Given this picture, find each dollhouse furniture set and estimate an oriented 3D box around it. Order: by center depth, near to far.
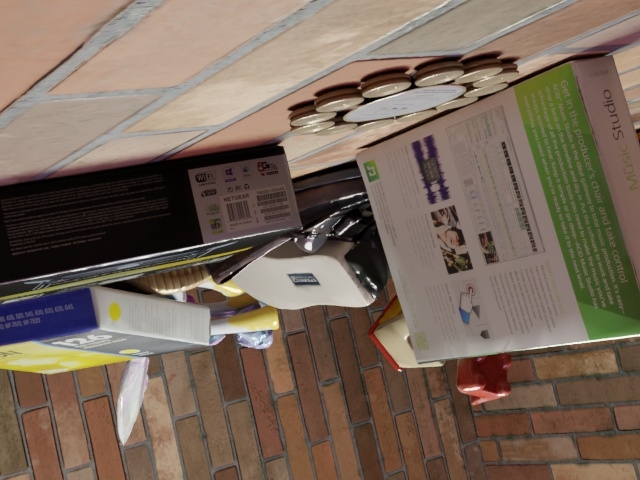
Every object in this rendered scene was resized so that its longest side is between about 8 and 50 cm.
[{"bbox_3d":[0.204,0.064,1.391,0.152,0.201,0.374,-20,-157,51],"label":"dollhouse furniture set"}]

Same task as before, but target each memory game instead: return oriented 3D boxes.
[{"bbox_3d":[0.063,-0.111,0.850,0.186,0.012,0.186,-12,176,-1],"label":"memory game"}]

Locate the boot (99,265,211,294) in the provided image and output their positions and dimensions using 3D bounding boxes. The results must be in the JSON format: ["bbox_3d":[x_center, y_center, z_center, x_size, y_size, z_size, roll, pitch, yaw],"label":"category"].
[{"bbox_3d":[-0.274,0.037,1.464,0.248,0.090,0.207,-4,175,-18],"label":"boot"}]

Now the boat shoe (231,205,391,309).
[{"bbox_3d":[0.000,0.000,1.464,0.340,0.127,0.158,4,-135,51],"label":"boat shoe"}]

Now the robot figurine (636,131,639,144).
[{"bbox_3d":[0.571,-0.143,1.593,0.291,0.085,0.211,-15,176,24],"label":"robot figurine"}]

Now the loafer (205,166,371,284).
[{"bbox_3d":[-0.028,-0.018,1.321,0.302,0.095,0.109,-15,176,35],"label":"loafer"}]

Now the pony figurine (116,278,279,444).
[{"bbox_3d":[-0.252,0.117,1.719,0.363,0.303,0.351,-9,144,-4],"label":"pony figurine"}]

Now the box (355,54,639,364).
[{"bbox_3d":[0.171,-0.013,1.009,0.058,0.232,0.322,-16,179,-32],"label":"box"}]

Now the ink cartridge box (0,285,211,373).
[{"bbox_3d":[-0.352,0.116,1.410,0.303,0.072,0.307,-11,166,29],"label":"ink cartridge box"}]

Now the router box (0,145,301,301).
[{"bbox_3d":[-0.205,-0.005,1.021,0.309,0.081,0.243,-11,176,-24],"label":"router box"}]
